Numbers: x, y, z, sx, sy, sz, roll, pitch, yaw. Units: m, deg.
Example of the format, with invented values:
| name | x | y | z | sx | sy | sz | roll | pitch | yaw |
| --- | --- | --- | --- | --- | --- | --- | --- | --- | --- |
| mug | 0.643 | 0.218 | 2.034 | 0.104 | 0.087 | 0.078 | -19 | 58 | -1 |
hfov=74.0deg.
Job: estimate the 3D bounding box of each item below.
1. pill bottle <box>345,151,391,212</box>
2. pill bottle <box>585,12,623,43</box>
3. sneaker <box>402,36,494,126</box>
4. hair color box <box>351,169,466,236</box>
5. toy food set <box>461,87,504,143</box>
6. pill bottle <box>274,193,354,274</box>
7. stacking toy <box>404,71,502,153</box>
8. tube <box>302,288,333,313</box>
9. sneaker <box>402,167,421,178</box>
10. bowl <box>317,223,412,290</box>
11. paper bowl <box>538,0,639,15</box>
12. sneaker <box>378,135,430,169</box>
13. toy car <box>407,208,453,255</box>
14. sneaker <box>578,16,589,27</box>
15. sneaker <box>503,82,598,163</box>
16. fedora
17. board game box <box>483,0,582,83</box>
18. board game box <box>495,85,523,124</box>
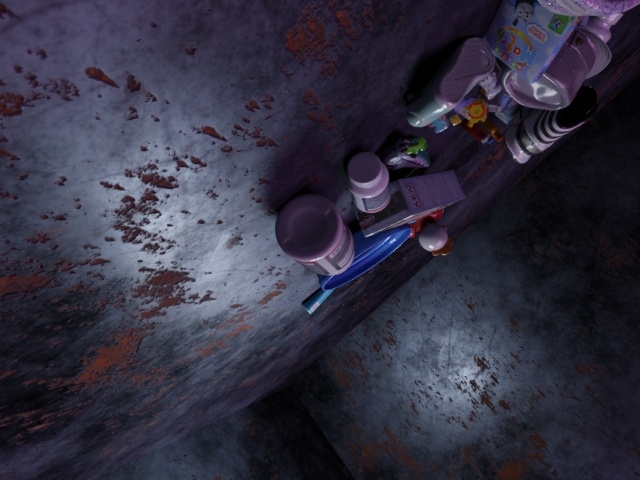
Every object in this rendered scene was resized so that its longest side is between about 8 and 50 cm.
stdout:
| name | x | y | z | sx | sy | sz | roll | pitch | yaw |
| --- | --- | --- | --- | --- | --- | --- | --- | --- | --- |
| pill bottle | 0.121 | -0.147 | 1.071 | 0.108 | 0.108 | 0.180 | -40 | 161 | 0 |
| pill bottle | 0.774 | -0.593 | 1.269 | 0.124 | 0.124 | 0.222 | -23 | 156 | -40 |
| sneaker | 0.287 | -0.360 | 0.973 | 0.256 | 0.094 | 0.151 | -47 | -168 | -27 |
| hair color box | 0.288 | -0.124 | 1.341 | 0.185 | 0.114 | 0.374 | -27 | 173 | 41 |
| toy food set | 0.512 | -0.371 | 1.303 | 0.111 | 0.105 | 0.232 | -40 | 161 | 0 |
| pill bottle | 0.000 | 0.000 | 1.093 | 0.161 | 0.161 | 0.283 | -40 | 161 | 1 |
| stacking toy | 0.310 | -0.299 | 1.008 | 0.221 | 0.052 | 0.167 | -20 | -155 | 48 |
| tube | 0.015 | 0.223 | 1.801 | 0.207 | 0.052 | 0.080 | -42 | 166 | -11 |
| sneaker | 0.295 | -0.201 | 1.385 | 0.083 | 0.035 | 0.031 | -49 | 158 | 25 |
| bowl | 0.152 | 0.045 | 1.544 | 0.390 | 0.077 | 0.391 | -31 | 165 | -9 |
| paper bowl | 0.438 | -0.516 | 0.671 | 0.283 | 0.148 | 0.285 | -10 | 120 | -19 |
| sneaker | 0.228 | -0.233 | 1.169 | 0.098 | 0.083 | 0.223 | -22 | 170 | 30 |
| toy car | 0.448 | -0.049 | 1.701 | 0.210 | 0.238 | 0.219 | -38 | 161 | -6 |
| sneaker | 0.584 | -0.564 | 1.018 | 0.150 | 0.135 | 0.366 | -57 | 164 | -4 |
| sneaker | 0.812 | -0.431 | 1.426 | 0.257 | 0.169 | 0.447 | -28 | -166 | 51 |
| fedora | 0.555 | -0.410 | 1.049 | 0.275 | 0.243 | 0.125 | 22 | 81 | -29 |
| board game box | 0.450 | -0.466 | 0.893 | 0.039 | 0.160 | 0.212 | -31 | 159 | -21 |
| board game box | 0.634 | -0.469 | 1.385 | 0.194 | 0.060 | 0.194 | -22 | 154 | -42 |
